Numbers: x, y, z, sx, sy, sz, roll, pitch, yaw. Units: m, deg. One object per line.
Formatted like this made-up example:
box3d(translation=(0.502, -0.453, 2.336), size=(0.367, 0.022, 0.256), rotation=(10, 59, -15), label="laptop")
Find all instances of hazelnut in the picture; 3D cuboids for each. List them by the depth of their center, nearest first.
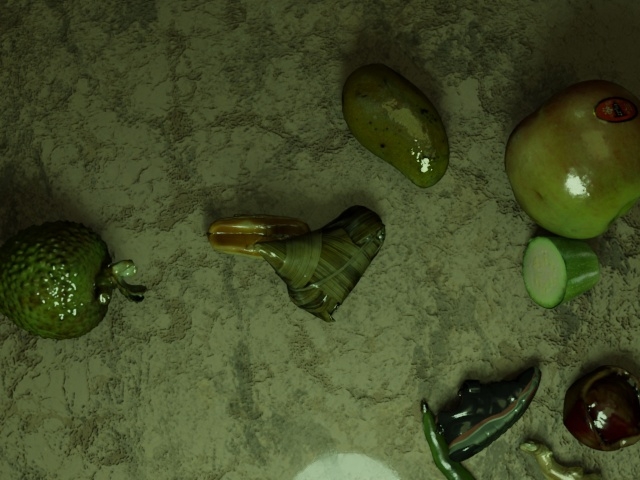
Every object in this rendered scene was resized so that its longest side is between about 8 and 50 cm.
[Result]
box3d(translation=(0.632, 0.370, 1.705), size=(0.201, 0.160, 0.170), rotation=(-40, 109, -12), label="hazelnut")

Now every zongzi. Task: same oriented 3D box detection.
box3d(translation=(0.000, 0.000, 1.723), size=(0.134, 0.288, 0.286), rotation=(19, 69, 47), label="zongzi")

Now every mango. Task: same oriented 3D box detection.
box3d(translation=(0.182, -0.278, 1.815), size=(0.175, 0.177, 0.329), rotation=(-24, 61, -42), label="mango")

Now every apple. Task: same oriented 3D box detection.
box3d(translation=(0.594, -0.175, 1.721), size=(0.338, 0.338, 0.305), rotation=(-26, 73, -6), label="apple")

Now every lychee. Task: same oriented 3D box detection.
box3d(translation=(-0.575, 0.088, 1.697), size=(0.319, 0.270, 0.270), rotation=(5, 76, 39), label="lychee")

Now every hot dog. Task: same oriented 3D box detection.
box3d(translation=(-0.144, -0.008, 1.813), size=(0.269, 0.072, 0.110), rotation=(5, 77, -2), label="hot dog")

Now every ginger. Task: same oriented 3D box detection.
box3d(translation=(0.568, 0.532, 1.722), size=(0.288, 0.075, 0.089), rotation=(39, 104, 1), label="ginger")

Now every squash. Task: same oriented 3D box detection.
box3d(translation=(0.555, 0.064, 1.773), size=(0.122, 0.170, 0.170), rotation=(-12, 79, -16), label="squash")

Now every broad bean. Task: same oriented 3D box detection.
box3d(translation=(0.294, 0.505, 1.737), size=(0.060, 0.043, 0.298), rotation=(-30, 80, -16), label="broad bean")

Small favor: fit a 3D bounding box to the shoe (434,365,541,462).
box3d(translation=(0.374, 0.371, 1.739), size=(0.290, 0.114, 0.137), rotation=(-33, 60, -17), label="shoe")
